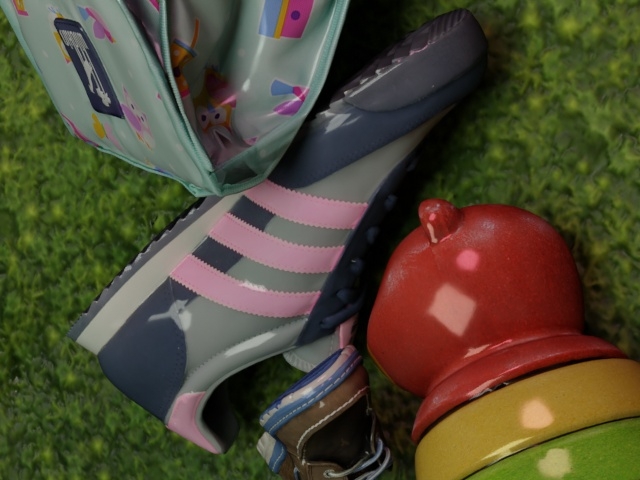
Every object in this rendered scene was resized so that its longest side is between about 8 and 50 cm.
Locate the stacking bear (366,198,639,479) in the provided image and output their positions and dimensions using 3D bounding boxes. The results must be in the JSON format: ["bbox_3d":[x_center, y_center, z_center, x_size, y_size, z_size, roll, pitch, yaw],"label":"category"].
[{"bbox_3d":[0.112,0.116,0.972,0.164,0.175,0.289,-30,67,25],"label":"stacking bear"}]

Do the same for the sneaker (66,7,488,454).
[{"bbox_3d":[0.000,0.000,1.092,0.319,0.112,0.131,-40,94,28],"label":"sneaker"}]

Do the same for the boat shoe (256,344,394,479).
[{"bbox_3d":[0.010,0.110,1.054,0.066,0.183,0.066,-37,79,-12],"label":"boat shoe"}]

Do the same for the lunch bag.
[{"bbox_3d":[-0.080,-0.164,1.059,0.223,0.160,0.262,20,102,58],"label":"lunch bag"}]
